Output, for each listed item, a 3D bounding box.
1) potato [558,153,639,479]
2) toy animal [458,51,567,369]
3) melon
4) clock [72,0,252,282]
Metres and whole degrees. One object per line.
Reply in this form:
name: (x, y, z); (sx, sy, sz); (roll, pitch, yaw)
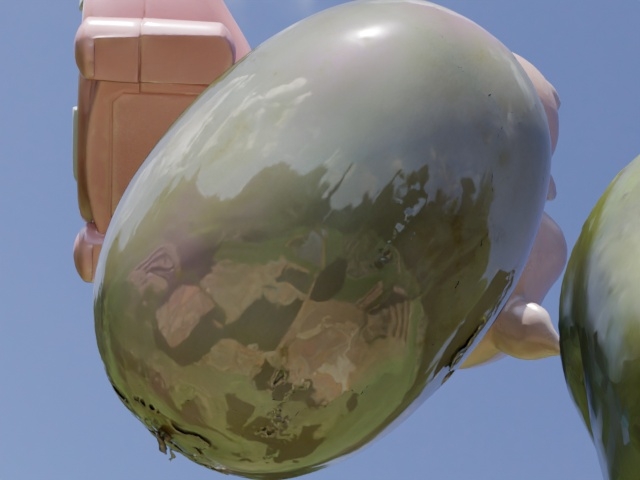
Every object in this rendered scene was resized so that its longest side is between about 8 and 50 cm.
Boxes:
potato: (0.158, 0.043, 0.682); (0.143, 0.169, 0.248); (-1, 12, -2)
toy animal: (0.106, -0.025, 1.455); (0.166, 0.250, 0.154); (-15, -26, 40)
melon: (0.000, 0.000, 1.182); (0.223, 0.317, 0.223); (35, -14, 10)
clock: (-0.117, -0.112, 1.525); (0.142, 0.241, 0.227); (1, -60, -7)
